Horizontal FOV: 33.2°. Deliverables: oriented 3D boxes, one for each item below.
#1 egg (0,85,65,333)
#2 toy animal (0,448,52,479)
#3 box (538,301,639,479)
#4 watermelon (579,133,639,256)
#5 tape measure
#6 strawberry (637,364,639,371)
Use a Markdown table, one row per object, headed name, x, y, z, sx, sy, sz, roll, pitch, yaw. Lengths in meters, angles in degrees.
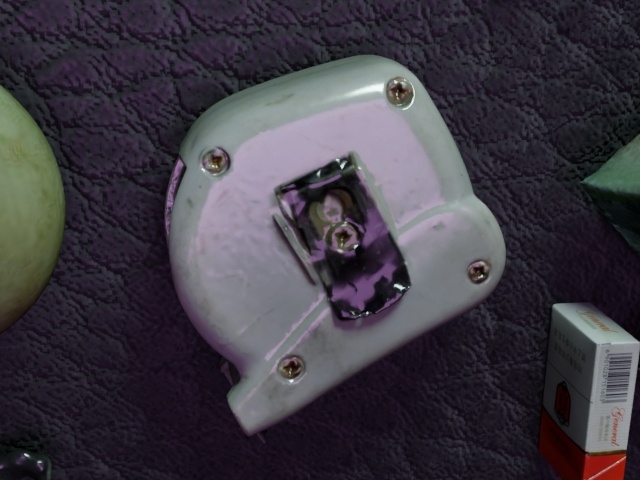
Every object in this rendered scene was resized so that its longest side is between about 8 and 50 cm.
| name | x | y | z | sx | sy | sz | roll | pitch | yaw |
| --- | --- | --- | --- | --- | --- | --- | --- | --- | --- |
| egg | -0.318 | -0.041 | 0.731 | 0.295 | 0.218 | 0.218 | 32 | 98 | -10 |
| toy animal | -0.286 | 0.286 | 0.905 | 0.121 | 0.094 | 0.225 | 2 | 116 | -2 |
| box | 0.239 | 0.144 | 0.968 | 0.048 | 0.100 | 0.152 | -3 | 107 | -9 |
| watermelon | 0.397 | -0.051 | 0.873 | 0.264 | 0.151 | 0.302 | 30 | 111 | -31 |
| tape measure | 0.000 | 0.000 | 0.859 | 0.258 | 0.130 | 0.265 | -29 | 110 | 0 |
| strawberry | 0.408 | 0.093 | 0.970 | 0.208 | 0.167 | 0.087 | -16 | 126 | -30 |
